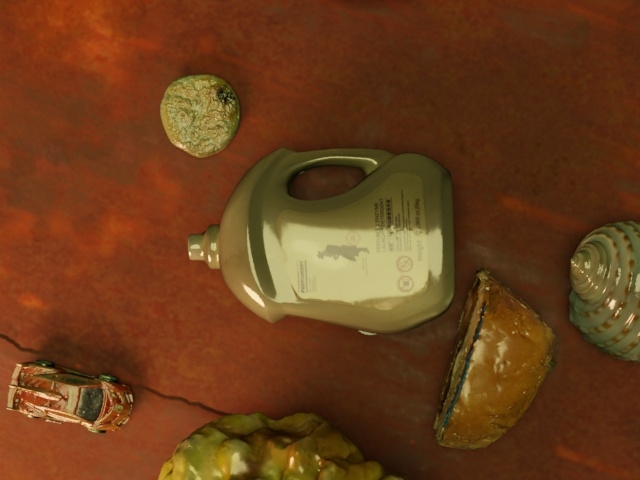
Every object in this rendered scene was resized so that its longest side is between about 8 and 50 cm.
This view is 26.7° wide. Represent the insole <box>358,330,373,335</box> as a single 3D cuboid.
[{"bbox_3d":[0.018,0.038,1.341,0.045,0.002,0.135,-41,88,4],"label":"insole"}]

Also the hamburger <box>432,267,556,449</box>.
[{"bbox_3d":[0.175,0.122,1.290,0.102,0.087,0.176,15,90,5],"label":"hamburger"}]

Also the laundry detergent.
[{"bbox_3d":[0.000,0.000,1.294,0.253,0.091,0.181,0,88,2],"label":"laundry detergent"}]

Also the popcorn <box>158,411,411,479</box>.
[{"bbox_3d":[-0.049,0.266,1.259,0.286,0.174,0.225,-38,71,13],"label":"popcorn"}]

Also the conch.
[{"bbox_3d":[0.301,0.056,1.277,0.153,0.102,0.135,29,108,2],"label":"conch"}]

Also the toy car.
[{"bbox_3d":[-0.249,0.158,1.346,0.122,0.035,0.059,13,88,6],"label":"toy car"}]

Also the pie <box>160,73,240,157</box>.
[{"bbox_3d":[-0.119,-0.124,1.341,0.085,0.017,0.085,0,91,3],"label":"pie"}]
